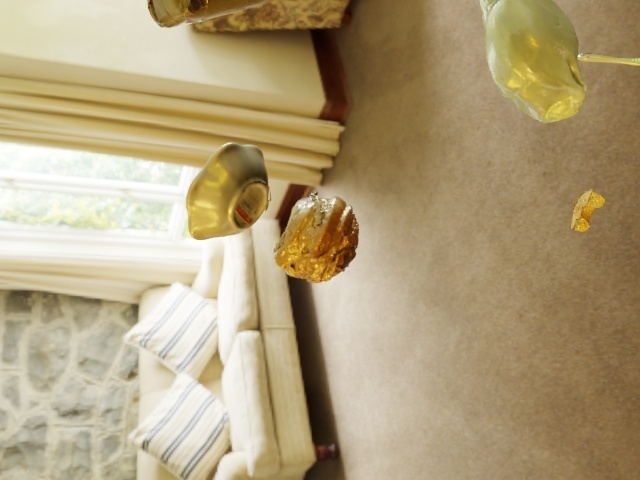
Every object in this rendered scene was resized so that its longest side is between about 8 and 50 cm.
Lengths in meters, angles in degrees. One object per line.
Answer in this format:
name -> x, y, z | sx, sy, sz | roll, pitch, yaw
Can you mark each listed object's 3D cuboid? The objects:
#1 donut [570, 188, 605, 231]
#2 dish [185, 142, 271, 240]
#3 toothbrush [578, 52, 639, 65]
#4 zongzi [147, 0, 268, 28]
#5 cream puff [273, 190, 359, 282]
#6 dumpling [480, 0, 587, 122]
donut -> 0.560, -0.060, 1.340 | 0.067, 0.038, 0.083 | 147, 138, -75
dish -> -0.163, -0.082, 1.278 | 0.081, 0.229, 0.229 | 31, 122, 26
toothbrush -> 0.746, -0.427, 1.505 | 0.026, 0.263, 0.022 | 84, -161, -46
zongzi -> -0.244, -0.586, 1.249 | 0.145, 0.274, 0.299 | -16, 102, 54
cream puff -> 0.000, 0.000, 0.863 | 0.133, 0.104, 0.119 | 55, -129, -73
dumpling -> 0.494, -0.440, 1.489 | 0.270, 0.212, 0.320 | 30, -124, -67
